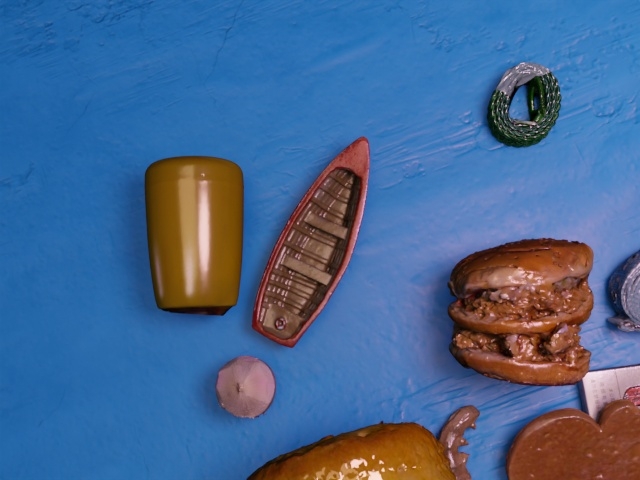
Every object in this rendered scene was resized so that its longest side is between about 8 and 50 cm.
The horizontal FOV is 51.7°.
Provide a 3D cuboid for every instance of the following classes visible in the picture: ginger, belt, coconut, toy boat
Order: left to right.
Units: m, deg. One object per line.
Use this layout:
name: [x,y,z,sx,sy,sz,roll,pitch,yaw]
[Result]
coconut: [-0.129,0.255,1.139,0.110,0.124,0.110,-1,79,6]
toy boat: [0.000,0.000,1.185,0.136,0.079,0.392,25,86,13]
ginger: [0.227,0.364,1.112,0.069,0.051,0.173,7,84,5]
belt: [0.362,-0.245,1.173,0.121,0.079,0.151,12,82,10]
belt: [0.567,0.075,1.095,0.163,0.082,0.148,0,92,5]

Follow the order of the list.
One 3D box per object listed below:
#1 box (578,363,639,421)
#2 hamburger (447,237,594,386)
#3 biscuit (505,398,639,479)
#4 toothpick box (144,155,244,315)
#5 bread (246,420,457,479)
box: [0.512,0.258,1.091,0.152,0.048,0.100,-9,84,9]
hamburger: [0.320,0.107,1.058,0.245,0.260,0.211,1,99,51]
biscuit: [0.444,0.349,1.060,0.288,0.044,0.202,-24,98,9]
toothpick box: [-0.221,-0.001,1.170,0.175,0.175,0.271,-3,83,7]
bread: [0.040,0.391,0.979,0.336,0.358,0.204,-24,74,2]
